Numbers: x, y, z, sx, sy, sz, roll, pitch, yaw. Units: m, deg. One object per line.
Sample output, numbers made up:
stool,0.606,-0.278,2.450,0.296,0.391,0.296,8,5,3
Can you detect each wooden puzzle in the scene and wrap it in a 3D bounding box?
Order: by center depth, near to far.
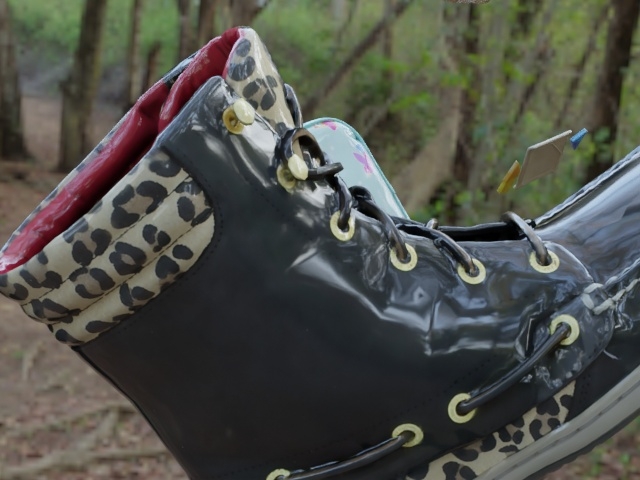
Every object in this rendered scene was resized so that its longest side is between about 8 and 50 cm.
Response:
wooden puzzle,0.257,-0.095,1.602,0.116,0.078,0.014,-19,56,-35

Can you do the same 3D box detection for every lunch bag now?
lunch bag,0.000,0.000,1.673,0.224,0.279,0.108,-22,-11,-39

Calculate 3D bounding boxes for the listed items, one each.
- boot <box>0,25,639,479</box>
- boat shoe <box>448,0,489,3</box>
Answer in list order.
boot,0.040,0.001,0.736,0.284,0.377,0.138,47,5,-19
boat shoe,0.146,-0.315,1.371,0.059,0.170,0.063,-10,31,-16
